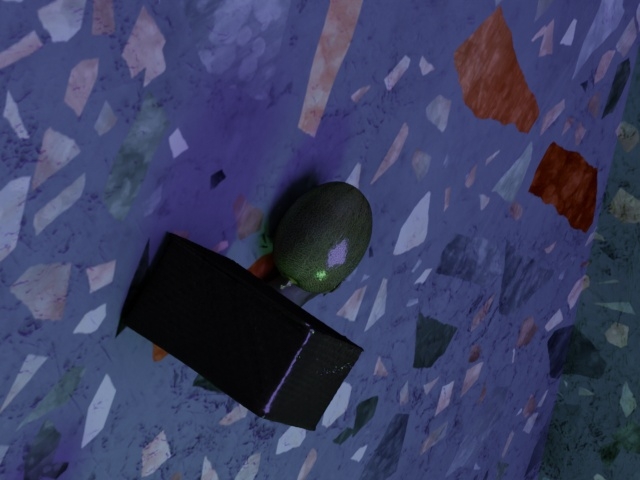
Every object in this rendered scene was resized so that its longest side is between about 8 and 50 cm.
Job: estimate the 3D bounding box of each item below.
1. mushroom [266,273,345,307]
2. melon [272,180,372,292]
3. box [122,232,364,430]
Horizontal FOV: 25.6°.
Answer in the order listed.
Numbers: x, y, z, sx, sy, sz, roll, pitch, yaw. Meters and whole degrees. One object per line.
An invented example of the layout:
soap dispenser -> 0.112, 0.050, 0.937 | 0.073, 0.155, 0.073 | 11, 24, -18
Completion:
mushroom -> -0.047, 0.089, 2.182 | 0.223, 0.081, 0.092 | -45, 129, -33
melon -> 0.000, 0.000, 2.119 | 0.192, 0.139, 0.139 | -54, 150, -15
box -> -0.106, 0.126, 1.914 | 0.143, 0.273, 0.184 | -59, 150, 1
